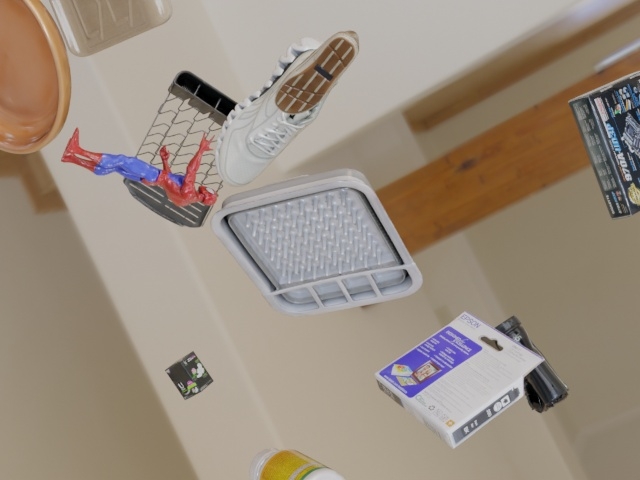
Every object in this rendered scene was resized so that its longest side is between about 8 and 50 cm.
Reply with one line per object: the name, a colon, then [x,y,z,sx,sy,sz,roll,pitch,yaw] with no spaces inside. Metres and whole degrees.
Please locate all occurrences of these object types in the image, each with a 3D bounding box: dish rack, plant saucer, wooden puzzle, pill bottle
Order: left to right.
plant saucer: [-0.325,-0.187,1.000,0.200,0.200,0.037,-30,-174,43]
wooden puzzle: [-0.449,-0.566,1.998,0.347,0.322,0.080,-7,-162,46]
dish rack: [-0.258,-0.171,1.937,0.074,0.208,0.272,-14,-132,61]
pill bottle: [-0.047,0.459,1.837,0.117,0.118,0.208,-25,-163,-28]
dish rack: [0.000,0.000,1.659,0.285,0.072,0.333,-12,141,19]

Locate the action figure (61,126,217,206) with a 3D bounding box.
action figure: [-0.304,-0.153,1.758,0.091,0.280,0.139,-26,-137,63]

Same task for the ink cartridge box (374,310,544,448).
ink cartridge box: [0.229,0.223,1.614,0.208,0.045,0.206,-33,-146,-17]

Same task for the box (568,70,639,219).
box: [0.537,-0.168,1.685,0.175,0.220,0.051,-25,-175,-29]

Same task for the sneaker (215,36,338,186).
sneaker: [-0.074,-0.206,1.650,0.292,0.110,0.118,-53,-147,12]

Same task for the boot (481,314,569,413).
boot: [0.434,0.273,2.107,0.094,0.207,0.246,-31,170,-6]

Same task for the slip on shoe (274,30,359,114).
slip on shoe: [-0.003,-0.206,1.192,0.135,0.051,0.041,-45,-167,33]

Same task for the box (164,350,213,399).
box: [-0.292,0.300,2.174,0.062,0.083,0.052,-32,-177,38]
